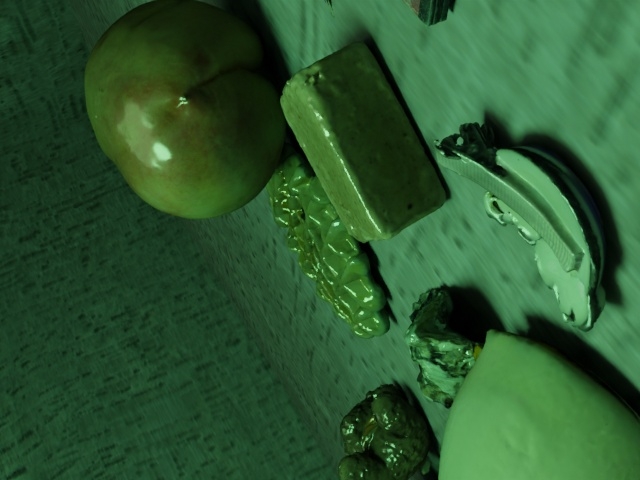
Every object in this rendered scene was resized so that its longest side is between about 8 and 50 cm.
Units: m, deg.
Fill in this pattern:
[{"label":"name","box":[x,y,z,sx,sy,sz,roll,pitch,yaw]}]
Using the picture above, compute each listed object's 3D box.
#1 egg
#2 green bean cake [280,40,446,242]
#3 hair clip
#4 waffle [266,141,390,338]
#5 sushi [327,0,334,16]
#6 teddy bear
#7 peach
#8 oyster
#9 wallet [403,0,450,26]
[{"label":"egg","box":[0.187,0.232,0.736,0.264,0.174,0.286,25,139,63]},{"label":"green bean cake","box":[0.038,-0.090,0.818,0.179,0.085,0.109,61,168,-6]},{"label":"hair clip","box":[0.151,-0.020,0.616,0.172,0.049,0.116,51,169,29]},{"label":"waffle","box":[0.000,0.000,1.225,0.292,0.056,0.309,43,157,56]},{"label":"sushi","box":[-0.016,-0.308,0.634,0.193,0.040,0.210,77,173,-54]},{"label":"teddy bear","box":[0.096,0.318,1.362,0.140,0.177,0.190,23,179,-21]},{"label":"peach","box":[-0.176,-0.168,1.096,0.292,0.247,0.292,-17,-90,-85]},{"label":"oyster","box":[0.145,0.133,0.942,0.199,0.087,0.252,64,179,-12]},{"label":"wallet","box":[0.055,-0.254,0.537,0.119,0.025,0.232,57,166,23]}]
